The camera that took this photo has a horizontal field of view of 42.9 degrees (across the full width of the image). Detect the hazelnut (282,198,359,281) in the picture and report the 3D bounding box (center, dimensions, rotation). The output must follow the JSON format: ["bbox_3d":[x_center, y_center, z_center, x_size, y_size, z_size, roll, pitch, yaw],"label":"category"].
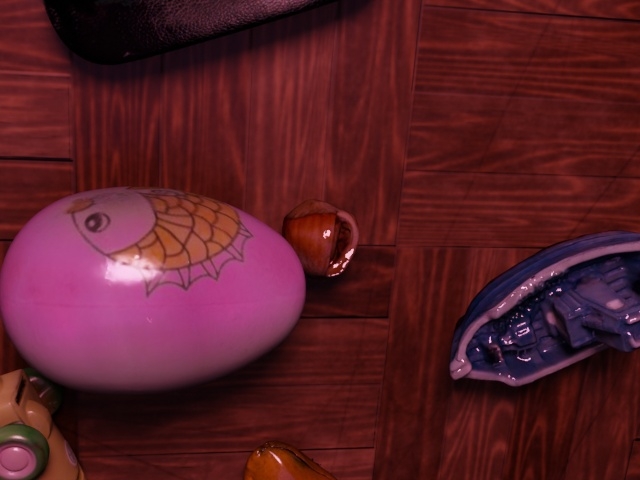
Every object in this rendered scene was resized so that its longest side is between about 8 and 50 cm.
[{"bbox_3d":[0.000,0.000,0.814,0.087,0.086,0.086,-3,109,-9],"label":"hazelnut"}]

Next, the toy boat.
[{"bbox_3d":[0.273,0.074,0.860,0.309,0.142,0.129,-23,113,-3],"label":"toy boat"}]

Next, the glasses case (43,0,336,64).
[{"bbox_3d":[-0.088,-0.245,0.716,0.315,0.075,0.122,-18,120,-1],"label":"glasses case"}]

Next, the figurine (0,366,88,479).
[{"bbox_3d":[-0.343,0.264,0.824,0.222,0.124,0.324,-21,115,-3],"label":"figurine"}]

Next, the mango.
[{"bbox_3d":[-0.024,0.291,0.914,0.105,0.084,0.159,-39,91,21],"label":"mango"}]

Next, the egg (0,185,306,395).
[{"bbox_3d":[-0.150,0.045,0.750,0.271,0.196,0.196,0,109,-29],"label":"egg"}]
